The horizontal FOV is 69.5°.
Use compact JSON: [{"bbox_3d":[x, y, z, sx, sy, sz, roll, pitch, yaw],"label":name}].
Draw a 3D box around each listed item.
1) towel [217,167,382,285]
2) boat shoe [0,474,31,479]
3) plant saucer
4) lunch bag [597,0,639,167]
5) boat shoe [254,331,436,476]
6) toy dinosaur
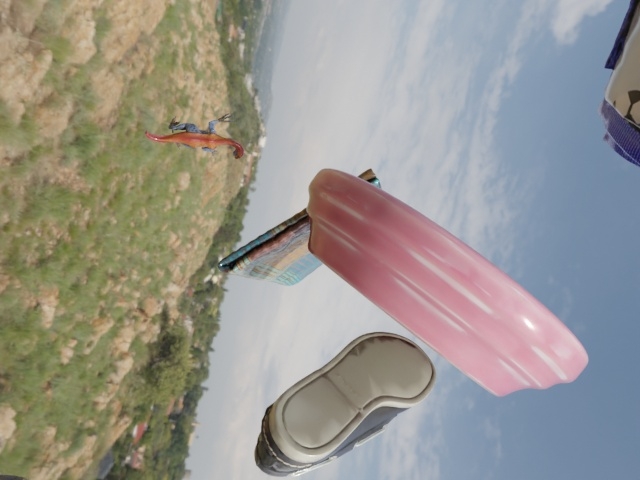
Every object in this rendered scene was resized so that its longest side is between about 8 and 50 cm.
[{"bbox_3d":[0.000,0.000,0.821,0.040,0.271,0.370,59,5,11],"label":"towel"},{"bbox_3d":[-0.202,0.203,0.300,0.066,0.183,0.066,23,69,-74],"label":"boat shoe"},{"bbox_3d":[0.108,0.054,0.503,0.084,0.332,0.332,-52,-169,0],"label":"plant saucer"},{"bbox_3d":[0.317,-0.114,0.124,0.385,0.238,0.328,40,-35,35],"label":"lunch bag"},{"bbox_3d":[0.026,0.137,0.399,0.075,0.206,0.065,50,-55,24],"label":"boat shoe"},{"bbox_3d":[-0.130,-0.107,0.514,0.090,0.082,0.047,-44,147,-45],"label":"toy dinosaur"}]
